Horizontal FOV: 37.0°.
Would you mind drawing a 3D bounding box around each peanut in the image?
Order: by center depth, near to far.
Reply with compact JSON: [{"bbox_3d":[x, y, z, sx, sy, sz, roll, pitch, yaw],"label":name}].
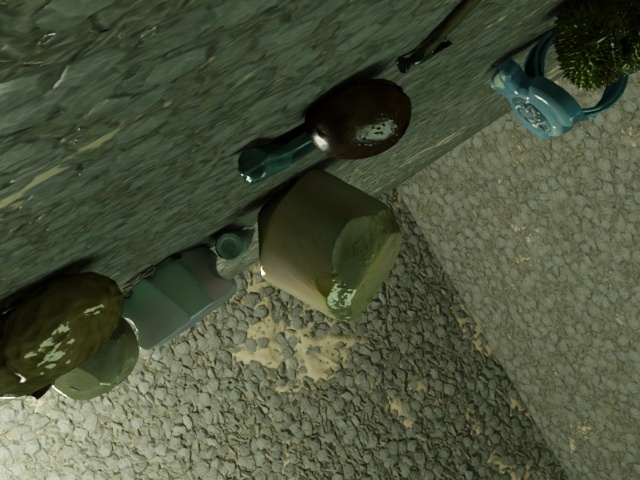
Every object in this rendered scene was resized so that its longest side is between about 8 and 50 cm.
[{"bbox_3d":[-0.342,0.118,1.218,0.197,0.110,0.233,-29,179,-45],"label":"peanut"}]

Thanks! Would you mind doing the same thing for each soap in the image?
[{"bbox_3d":[-0.272,0.110,1.843,0.208,0.115,0.347,-37,179,-4],"label":"soap"}]

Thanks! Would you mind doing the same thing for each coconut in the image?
[{"bbox_3d":[-0.402,0.195,1.675,0.161,0.161,0.162,-29,176,-45],"label":"coconut"},{"bbox_3d":[0.000,0.000,1.682,0.239,0.244,0.239,-52,162,-24],"label":"coconut"}]

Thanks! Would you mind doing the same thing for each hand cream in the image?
[{"bbox_3d":[-0.171,0.005,1.896,0.085,0.058,0.331,-47,-177,0],"label":"hand cream"}]

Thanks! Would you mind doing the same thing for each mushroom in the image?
[{"bbox_3d":[0.040,-0.138,1.064,0.127,0.087,0.127,-10,166,-3],"label":"mushroom"}]

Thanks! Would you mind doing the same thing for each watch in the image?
[{"bbox_3d":[0.430,-0.292,1.684,0.193,0.211,0.211,-45,179,-4],"label":"watch"}]

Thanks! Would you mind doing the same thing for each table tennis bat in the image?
[{"bbox_3d":[-0.041,-0.105,1.155,0.149,0.038,0.237,-31,-179,19],"label":"table tennis bat"}]

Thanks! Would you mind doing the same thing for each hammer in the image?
[{"bbox_3d":[0.138,-0.226,1.001,0.062,0.017,0.182,-30,177,-21],"label":"hammer"}]

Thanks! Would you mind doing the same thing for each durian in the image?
[{"bbox_3d":[0.423,-0.308,1.439,0.198,0.146,0.159,-9,165,-38],"label":"durian"}]

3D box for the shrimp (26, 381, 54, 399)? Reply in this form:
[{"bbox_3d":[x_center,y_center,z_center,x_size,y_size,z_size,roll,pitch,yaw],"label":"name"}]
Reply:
[{"bbox_3d":[-0.410,0.167,1.453,0.219,0.046,0.152,-56,171,18],"label":"shrimp"}]
